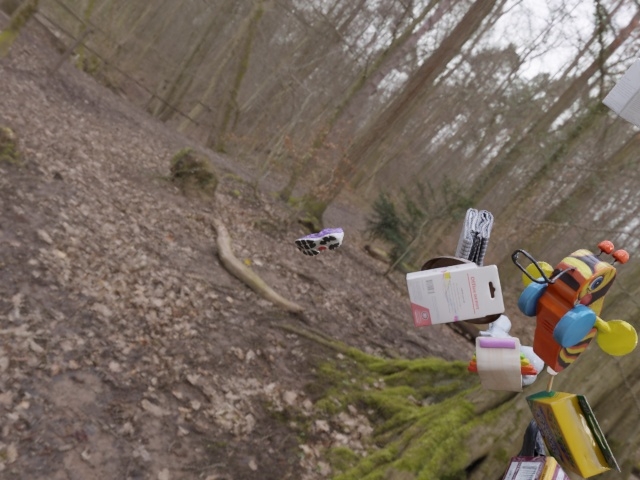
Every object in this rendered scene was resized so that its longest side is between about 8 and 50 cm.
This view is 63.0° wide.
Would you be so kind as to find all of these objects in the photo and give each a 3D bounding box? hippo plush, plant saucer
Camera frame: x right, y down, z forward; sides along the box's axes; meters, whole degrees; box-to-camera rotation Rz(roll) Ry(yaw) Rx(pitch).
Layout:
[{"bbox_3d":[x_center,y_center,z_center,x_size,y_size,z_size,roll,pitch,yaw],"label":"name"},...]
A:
[{"bbox_3d":[0.744,0.417,2.003,0.236,0.234,0.294,24,-40,28],"label":"hippo plush"},{"bbox_3d":[0.495,0.164,1.818,0.310,0.050,0.311,29,-33,22],"label":"plant saucer"}]

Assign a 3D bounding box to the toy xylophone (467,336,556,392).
[{"bbox_3d":[0.556,0.375,1.526,0.236,0.081,0.323,2,-29,14],"label":"toy xylophone"}]

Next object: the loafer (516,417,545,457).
[{"bbox_3d":[0.709,0.688,1.727,0.078,0.223,0.076,12,-21,44],"label":"loafer"}]

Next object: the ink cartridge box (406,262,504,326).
[{"bbox_3d":[0.303,0.119,1.184,0.067,0.198,0.115,-33,113,-77],"label":"ink cartridge box"}]

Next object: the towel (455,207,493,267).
[{"bbox_3d":[0.622,0.028,2.113,0.121,0.235,0.284,13,30,12],"label":"towel"}]

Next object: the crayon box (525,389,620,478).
[{"bbox_3d":[0.704,0.544,1.495,0.323,0.083,0.203,67,3,-75],"label":"crayon box"}]

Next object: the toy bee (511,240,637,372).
[{"bbox_3d":[0.402,0.087,0.799,0.195,0.162,0.298,54,-5,25],"label":"toy bee"}]

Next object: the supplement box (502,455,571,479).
[{"bbox_3d":[0.364,0.442,0.812,0.188,0.104,0.080,52,-38,-7],"label":"supplement box"}]

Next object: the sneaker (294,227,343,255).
[{"bbox_3d":[0.000,0.000,1.627,0.068,0.169,0.071,63,33,-27],"label":"sneaker"}]

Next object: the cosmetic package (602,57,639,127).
[{"bbox_3d":[1.132,-0.507,1.826,0.151,0.184,0.151,24,32,-11],"label":"cosmetic package"}]
